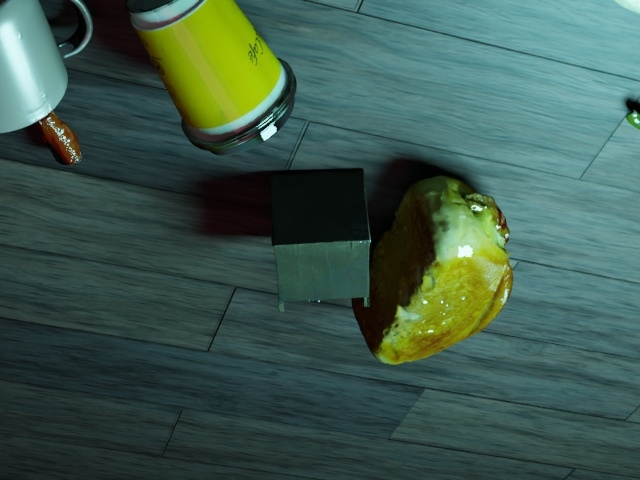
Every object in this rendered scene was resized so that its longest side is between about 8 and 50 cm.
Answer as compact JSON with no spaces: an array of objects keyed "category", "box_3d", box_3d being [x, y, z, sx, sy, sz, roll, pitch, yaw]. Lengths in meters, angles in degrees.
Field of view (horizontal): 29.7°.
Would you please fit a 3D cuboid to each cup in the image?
[{"category":"cup","box_3d":[-0.164,-0.274,1.793,0.196,0.196,0.279,-16,131,19]},{"category":"cup","box_3d":[-0.460,-0.305,1.765,0.253,0.191,0.200,-25,141,-16]}]

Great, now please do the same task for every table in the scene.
[{"category":"table","box_3d":[0.000,0.000,2.139,0.169,0.172,0.193,-4,140,0]}]

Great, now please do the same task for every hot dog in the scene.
[{"category":"hot dog","box_3d":[0.222,0.056,2.188,0.223,0.185,0.405,-2,144,-24]}]

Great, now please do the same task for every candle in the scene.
[{"category":"candle","box_3d":[-0.448,-0.190,2.011,0.053,0.048,0.162,-33,141,-7]}]

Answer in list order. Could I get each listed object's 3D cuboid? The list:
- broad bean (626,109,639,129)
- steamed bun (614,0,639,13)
[{"category":"broad bean","box_3d":[0.628,-0.165,2.032,0.298,0.043,0.060,23,146,-28]},{"category":"steamed bun","box_3d":[0.476,-0.409,1.630,0.250,0.154,0.200,18,142,-31]}]
